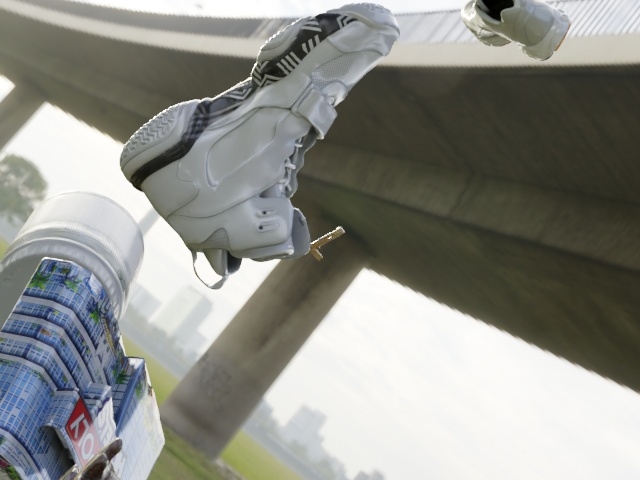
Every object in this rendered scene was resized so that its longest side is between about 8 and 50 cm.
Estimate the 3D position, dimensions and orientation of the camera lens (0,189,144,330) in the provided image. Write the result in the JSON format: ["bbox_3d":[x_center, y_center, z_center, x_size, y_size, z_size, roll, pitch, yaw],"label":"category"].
[{"bbox_3d":[-0.428,0.052,1.575,0.219,0.219,0.274,43,16,-18],"label":"camera lens"}]

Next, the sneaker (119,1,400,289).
[{"bbox_3d":[-0.036,-0.104,1.055,0.210,0.366,0.137,60,5,12],"label":"sneaker"}]

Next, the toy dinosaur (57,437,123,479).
[{"bbox_3d":[-0.057,0.192,0.341,0.200,0.127,0.296,47,-36,-4],"label":"toy dinosaur"}]

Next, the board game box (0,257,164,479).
[{"bbox_3d":[-0.168,0.148,0.587,0.060,0.194,0.194,5,-47,8],"label":"board game box"}]

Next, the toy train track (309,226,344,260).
[{"bbox_3d":[0.000,0.000,1.314,0.083,0.014,0.048,-28,-64,29],"label":"toy train track"}]

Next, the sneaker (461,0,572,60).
[{"bbox_3d":[0.273,-0.359,1.400,0.121,0.099,0.262,30,7,-26],"label":"sneaker"}]
